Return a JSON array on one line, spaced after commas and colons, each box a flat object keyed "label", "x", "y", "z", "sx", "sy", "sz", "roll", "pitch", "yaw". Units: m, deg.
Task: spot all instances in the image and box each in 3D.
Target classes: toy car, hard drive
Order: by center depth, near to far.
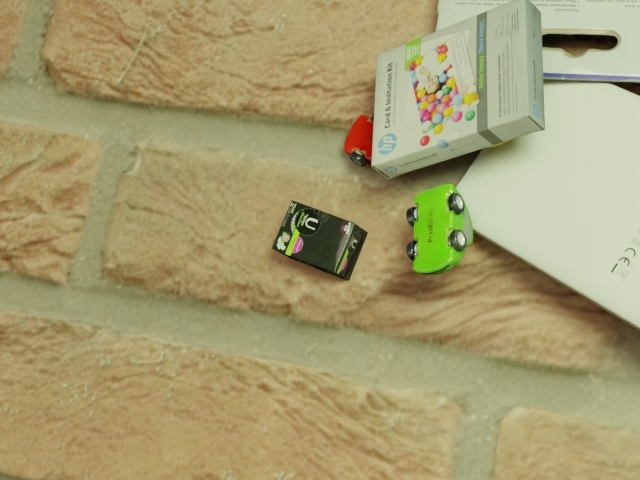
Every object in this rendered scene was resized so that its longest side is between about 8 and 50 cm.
[{"label": "hard drive", "x": 0.291, "y": -0.045, "z": 1.124, "sx": 0.307, "sy": 0.040, "sz": 0.203, "roll": 35, "pitch": 91, "yaw": 42}, {"label": "toy car", "x": 0.129, "y": -0.060, "z": 1.189, "sx": 0.239, "sy": 0.053, "sz": 0.225, "roll": -18, "pitch": 56, "yaw": 35}]

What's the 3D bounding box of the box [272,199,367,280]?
[{"label": "box", "x": 0.000, "y": 0.000, "z": 1.264, "sx": 0.083, "sy": 0.052, "sz": 0.062, "roll": 21, "pitch": 86, "yaw": 23}]

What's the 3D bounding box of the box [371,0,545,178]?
[{"label": "box", "x": 0.140, "y": -0.156, "z": 1.165, "sx": 0.186, "sy": 0.038, "sz": 0.145, "roll": -16, "pitch": 58, "yaw": 36}]

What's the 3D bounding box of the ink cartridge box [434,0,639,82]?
[{"label": "ink cartridge box", "x": 0.300, "y": -0.319, "z": 1.219, "sx": 0.324, "sy": 0.071, "sz": 0.330, "roll": 7, "pitch": 82, "yaw": 24}]
